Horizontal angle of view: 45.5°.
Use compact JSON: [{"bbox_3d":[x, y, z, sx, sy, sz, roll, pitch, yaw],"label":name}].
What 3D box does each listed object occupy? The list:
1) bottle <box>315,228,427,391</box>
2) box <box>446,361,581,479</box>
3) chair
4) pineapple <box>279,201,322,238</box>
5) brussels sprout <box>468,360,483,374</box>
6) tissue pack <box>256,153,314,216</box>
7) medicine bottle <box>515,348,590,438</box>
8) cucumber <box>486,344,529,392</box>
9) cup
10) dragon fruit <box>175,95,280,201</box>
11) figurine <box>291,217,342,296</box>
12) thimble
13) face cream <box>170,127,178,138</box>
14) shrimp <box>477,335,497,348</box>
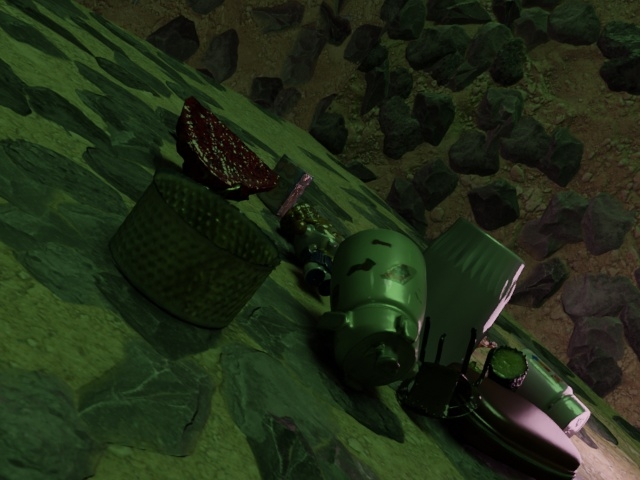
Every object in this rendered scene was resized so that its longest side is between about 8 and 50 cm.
[{"bbox_3d":[0.111,0.161,1.556,0.229,0.229,0.351,34,33,-19],"label":"bottle"},{"bbox_3d":[0.426,0.424,1.752,0.404,0.108,0.263,31,12,-30],"label":"box"},{"bbox_3d":[0.263,0.283,1.608,0.174,0.213,0.149,13,-21,31],"label":"chair"},{"bbox_3d":[0.000,0.000,2.106,0.237,0.111,0.119,45,27,4],"label":"pineapple"},{"bbox_3d":[0.405,0.370,2.034,0.085,0.058,0.085,51,-17,22],"label":"brussels sprout"},{"bbox_3d":[-0.105,-0.161,2.270,0.115,0.155,0.065,46,13,36],"label":"tissue pack"},{"bbox_3d":[0.628,0.442,2.178,0.152,0.152,0.254,22,21,-53],"label":"medicine bottle"},{"bbox_3d":[0.474,0.360,1.986,0.096,0.096,0.359,43,-11,21],"label":"cucumber"},{"bbox_3d":[0.315,0.146,1.890,0.253,0.371,0.253,35,5,-3],"label":"cup"},{"bbox_3d":[-0.282,-0.179,1.906,0.317,0.152,0.205,44,31,-12],"label":"dragon fruit"},{"bbox_3d":[0.006,0.050,1.912,0.194,0.133,0.274,26,27,-36],"label":"figurine"},{"bbox_3d":[-0.216,0.012,1.317,0.271,0.150,0.271,37,12,-9],"label":"thimble"},{"bbox_3d":[-0.313,-0.246,2.171,0.143,0.089,0.314,26,9,-41],"label":"face cream"},{"bbox_3d":[0.450,0.290,2.454,0.254,0.059,0.145,25,7,-32],"label":"shrimp"}]
